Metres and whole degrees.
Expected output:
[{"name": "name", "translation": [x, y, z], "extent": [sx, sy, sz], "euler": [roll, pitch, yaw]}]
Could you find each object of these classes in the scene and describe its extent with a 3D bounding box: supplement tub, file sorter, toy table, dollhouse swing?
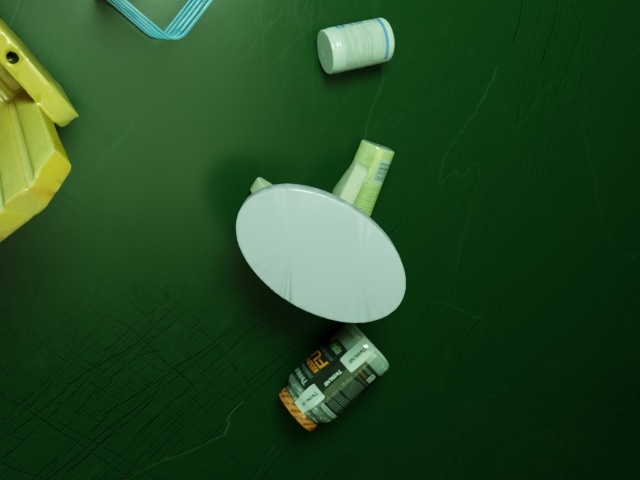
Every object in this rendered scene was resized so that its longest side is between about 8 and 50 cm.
[{"name": "supplement tub", "translation": [0.023, 0.252, 1.040], "extent": [0.190, 0.117, 0.117], "euler": [-41, 117, -5]}, {"name": "file sorter", "translation": [-0.209, -0.331, 0.728], "extent": [0.104, 0.170, 0.118], "euler": [38, 91, -31]}, {"name": "toy table", "translation": [0.000, 0.000, 0.894], "extent": [0.252, 0.161, 0.274], "euler": [-42, 107, 14]}, {"name": "dollhouse swing", "translation": [-0.489, -0.122, 0.611], "extent": [0.347, 0.305, 0.315], "euler": [-38, 117, -5]}, {"name": "supplement tub", "translation": [0.056, -0.308, 0.893], "extent": [0.107, 0.071, 0.070], "euler": [-17, 113, -17]}]

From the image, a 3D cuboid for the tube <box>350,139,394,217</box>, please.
[{"name": "tube", "translation": [0.055, -0.056, 0.989], "extent": [0.062, 0.070, 0.240], "euler": [-14, 127, -65]}]
